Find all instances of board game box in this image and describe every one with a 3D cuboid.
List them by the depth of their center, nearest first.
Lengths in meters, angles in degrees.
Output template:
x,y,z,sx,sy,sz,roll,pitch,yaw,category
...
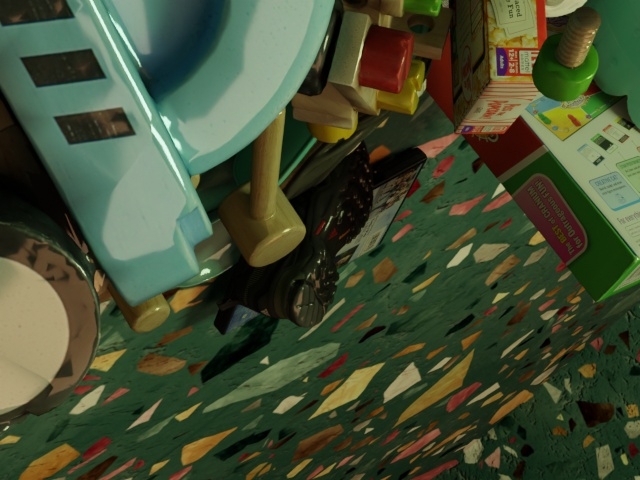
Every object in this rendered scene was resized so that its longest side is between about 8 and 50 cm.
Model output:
x,y,z,sx,sy,sz,roll,pitch,yaw,category
0.130,-0.192,0.931,0.045,0.194,0.147,0,171,-4,board game box
0.243,-0.114,1.129,0.242,0.316,0.064,-17,153,-39,board game box

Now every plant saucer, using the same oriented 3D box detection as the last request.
x,y,z,sx,sy,sz,roll,pitch,yaw,category
-0.109,0.001,1.240,0.119,0.021,0.119,-30,158,-14,plant saucer

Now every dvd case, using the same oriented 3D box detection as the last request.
x,y,z,sx,sy,sz,roll,pitch,yaw,category
0.000,0.000,1.373,0.253,0.022,0.180,-29,159,-33,dvd case

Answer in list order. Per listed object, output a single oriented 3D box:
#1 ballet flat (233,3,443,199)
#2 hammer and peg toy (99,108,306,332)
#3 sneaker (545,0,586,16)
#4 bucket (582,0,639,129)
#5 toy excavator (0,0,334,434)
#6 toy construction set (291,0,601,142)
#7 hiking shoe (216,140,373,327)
x,y,z,sx,sy,sz,roll,pitch,yaw,category
0.027,-0.132,1.079,0.096,0.095,0.280,-9,156,-47,ballet flat
-0.178,-0.024,0.929,0.361,0.127,0.266,-23,155,-26,hammer and peg toy
0.186,-0.305,0.977,0.090,0.115,0.232,5,121,-12,sneaker
0.387,-0.220,1.081,0.281,0.281,0.183,-25,161,-27,bucket
-0.076,-0.200,0.530,0.445,0.222,0.433,-27,122,-7,toy excavator
-0.018,-0.149,0.801,0.308,0.258,0.237,-9,156,-7,toy construction set
-0.024,-0.023,1.194,0.086,0.114,0.227,72,33,-47,hiking shoe
